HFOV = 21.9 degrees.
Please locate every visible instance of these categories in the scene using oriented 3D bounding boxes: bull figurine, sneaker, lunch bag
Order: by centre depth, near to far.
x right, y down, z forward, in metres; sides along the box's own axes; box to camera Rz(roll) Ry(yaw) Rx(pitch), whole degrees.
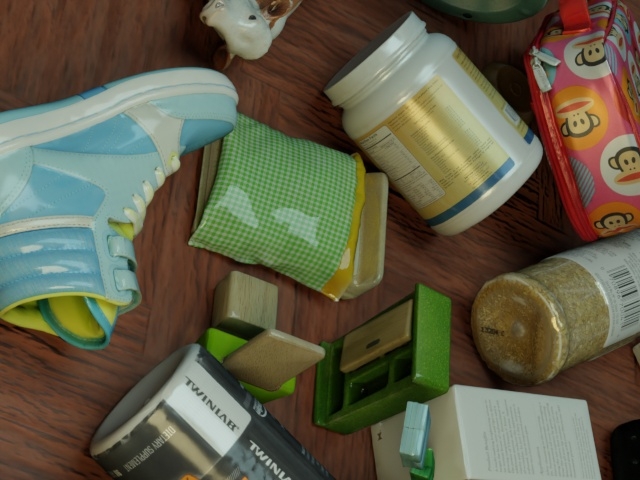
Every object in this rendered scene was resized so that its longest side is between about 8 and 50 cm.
[{"bbox_3d":[-0.175,-0.021,1.417,0.319,0.127,0.208,-21,79,-34],"label":"sneaker"},{"bbox_3d":[-0.059,-0.302,1.674,0.188,0.101,0.310,51,46,-3],"label":"bull figurine"},{"bbox_3d":[0.303,-0.155,1.784,0.293,0.120,0.258,-53,125,-67],"label":"lunch bag"}]

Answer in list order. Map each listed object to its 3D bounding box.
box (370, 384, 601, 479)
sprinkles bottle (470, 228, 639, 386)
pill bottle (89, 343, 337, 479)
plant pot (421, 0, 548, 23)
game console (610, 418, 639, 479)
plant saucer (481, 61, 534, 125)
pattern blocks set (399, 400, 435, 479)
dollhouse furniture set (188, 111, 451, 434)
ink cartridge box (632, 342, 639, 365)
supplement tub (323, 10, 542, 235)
[{"bbox_3d":[0.155,0.204,1.554,0.170,0.130,0.091,9,62,-35],"label":"box"},{"bbox_3d":[0.315,0.052,1.771,0.355,0.121,0.121,-18,79,-43],"label":"sprinkles bottle"},{"bbox_3d":[-0.063,0.212,1.372,0.245,0.130,0.130,46,47,-10],"label":"pill bottle"},{"bbox_3d":[0.197,-0.393,1.833,0.272,0.272,0.255,29,66,-24],"label":"plant pot"},{"bbox_3d":[0.466,0.319,1.610,0.386,0.342,0.060,-86,161,-44],"label":"game console"},{"bbox_3d":[0.219,-0.170,1.887,0.083,0.015,0.083,18,57,-30],"label":"plant saucer"},{"bbox_3d":[0.054,0.309,1.352,0.026,0.285,0.324,8,59,10],"label":"pattern blocks set"},{"bbox_3d":[0.000,0.000,1.523,0.198,0.151,0.301,23,54,-28],"label":"dollhouse furniture set"},{"bbox_3d":[0.462,0.151,1.864,0.191,0.082,0.139,-12,76,-44],"label":"ink cartridge box"},{"bbox_3d":[0.114,-0.119,1.684,0.199,0.144,0.144,48,46,-8],"label":"supplement tub"}]
